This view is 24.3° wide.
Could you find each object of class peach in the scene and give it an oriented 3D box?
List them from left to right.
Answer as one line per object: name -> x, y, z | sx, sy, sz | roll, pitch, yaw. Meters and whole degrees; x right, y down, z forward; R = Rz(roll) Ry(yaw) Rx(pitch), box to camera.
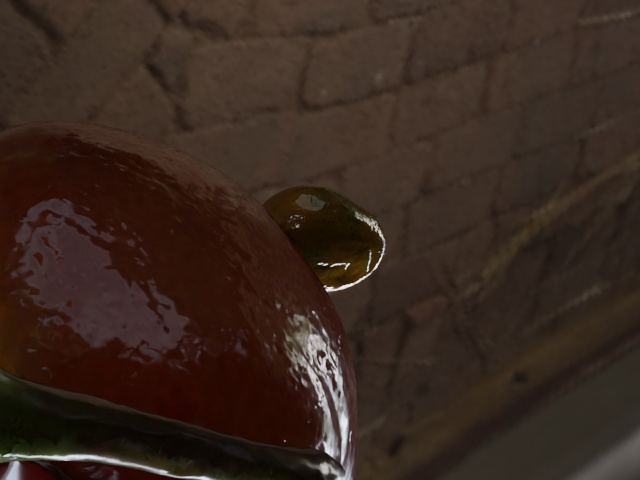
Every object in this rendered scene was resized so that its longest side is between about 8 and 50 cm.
peach -> -0.126, 0.108, 0.854 | 0.372, 0.290, 0.373 | 4, 90, -83

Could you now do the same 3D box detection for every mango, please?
mango -> 0.000, 0.000, 1.053 | 0.114, 0.057, 0.079 | 9, 115, -41

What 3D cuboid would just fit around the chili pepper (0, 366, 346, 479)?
chili pepper -> -0.144, 0.027, 0.329 | 0.338, 0.134, 0.131 | 0, 106, -12
